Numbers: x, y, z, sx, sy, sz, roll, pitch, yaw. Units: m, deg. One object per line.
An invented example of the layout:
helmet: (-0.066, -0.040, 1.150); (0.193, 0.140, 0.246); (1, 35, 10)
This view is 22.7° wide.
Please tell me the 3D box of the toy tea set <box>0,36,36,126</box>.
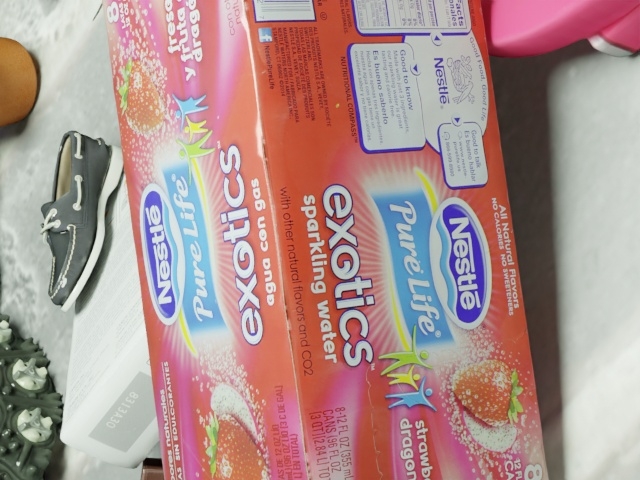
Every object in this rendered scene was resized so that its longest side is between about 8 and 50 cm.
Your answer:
toy tea set: (-0.288, -0.229, 1.074); (0.200, 0.124, 0.336); (-46, 66, 37)

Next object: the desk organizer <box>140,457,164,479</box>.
desk organizer: (-0.099, 0.186, 0.880); (0.047, 0.050, 0.130); (8, 88, 50)

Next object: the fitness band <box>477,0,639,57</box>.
fitness band: (0.135, -0.206, 0.694); (0.291, 0.054, 0.209); (-44, 48, 34)

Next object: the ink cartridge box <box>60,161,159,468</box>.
ink cartridge box: (-0.077, -0.010, 0.900); (0.181, 0.056, 0.224); (-51, 23, 29)

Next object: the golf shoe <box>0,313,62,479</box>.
golf shoe: (-0.217, 0.161, 0.989); (0.120, 0.105, 0.273); (-53, 46, 38)

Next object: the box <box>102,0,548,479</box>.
box: (0.000, 0.000, 0.701); (0.123, 0.128, 0.257); (-12, 86, 55)

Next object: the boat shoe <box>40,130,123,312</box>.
boat shoe: (-0.148, -0.014, 0.944); (0.046, 0.038, 0.125); (-41, 31, 46)
